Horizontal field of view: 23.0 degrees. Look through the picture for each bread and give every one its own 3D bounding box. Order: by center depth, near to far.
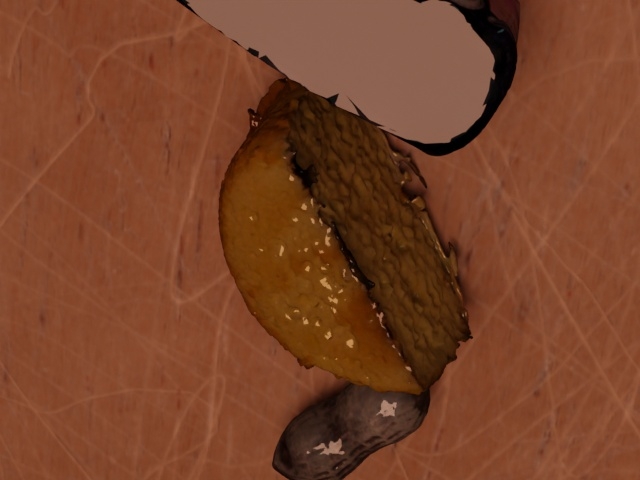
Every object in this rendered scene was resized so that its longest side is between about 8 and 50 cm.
[{"bbox_3d":[0.003,0.002,1.257,0.147,0.160,0.260,-17,116,31],"label":"bread"}]

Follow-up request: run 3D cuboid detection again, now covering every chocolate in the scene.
[{"bbox_3d":[0.026,0.163,1.378,0.167,0.072,0.072,-38,100,27],"label":"chocolate"}]

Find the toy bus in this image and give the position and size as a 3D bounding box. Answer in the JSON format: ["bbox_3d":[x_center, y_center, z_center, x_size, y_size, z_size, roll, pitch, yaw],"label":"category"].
[{"bbox_3d":[0.007,-0.192,1.157,0.303,0.147,0.127,30,121,-1],"label":"toy bus"}]
